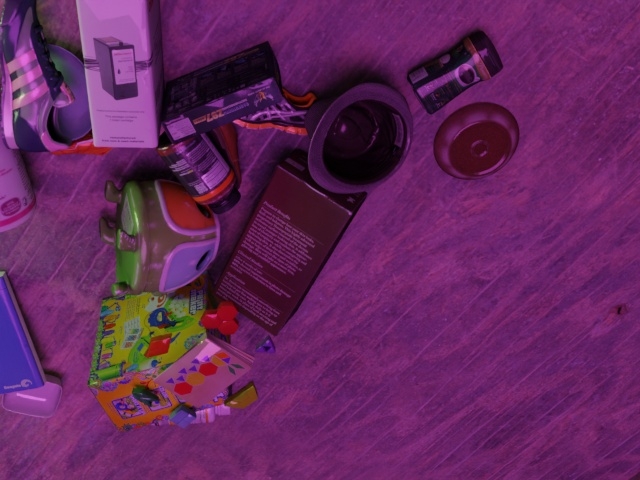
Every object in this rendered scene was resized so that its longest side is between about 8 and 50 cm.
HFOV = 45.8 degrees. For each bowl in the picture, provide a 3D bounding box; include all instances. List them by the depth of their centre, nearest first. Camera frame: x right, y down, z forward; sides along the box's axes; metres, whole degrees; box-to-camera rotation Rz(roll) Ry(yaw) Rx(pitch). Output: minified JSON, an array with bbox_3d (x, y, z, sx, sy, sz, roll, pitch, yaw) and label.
[{"bbox_3d":[-0.756,0.395,1.992,0.142,0.053,0.142,16,122,-19],"label":"bowl"}]

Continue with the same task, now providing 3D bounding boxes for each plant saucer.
[{"bbox_3d":[-0.517,-0.294,1.500,0.195,0.037,0.195,7,116,15],"label":"plant saucer"},{"bbox_3d":[0.355,-0.213,1.703,0.199,0.036,0.198,-4,127,-5],"label":"plant saucer"}]

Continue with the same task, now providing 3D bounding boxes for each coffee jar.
[{"bbox_3d":[0.279,-0.348,1.566,0.184,0.079,0.096,-30,122,15],"label":"coffee jar"}]

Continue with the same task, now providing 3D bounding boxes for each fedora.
[{"bbox_3d":[0.061,-0.225,1.572,0.275,0.124,0.243,5,116,-40],"label":"fedora"}]

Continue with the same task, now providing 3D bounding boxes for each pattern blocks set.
[{"bbox_3d":[-0.247,0.278,1.628,0.325,0.026,0.285,-32,124,13],"label":"pattern blocks set"}]

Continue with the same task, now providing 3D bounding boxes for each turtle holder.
[{"bbox_3d":[-0.349,0.019,1.655,0.227,0.243,0.320,-4,115,-25],"label":"turtle holder"}]

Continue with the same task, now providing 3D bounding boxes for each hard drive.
[{"bbox_3d":[-0.820,0.237,1.840,0.210,0.040,0.318,-10,117,-1],"label":"hard drive"}]

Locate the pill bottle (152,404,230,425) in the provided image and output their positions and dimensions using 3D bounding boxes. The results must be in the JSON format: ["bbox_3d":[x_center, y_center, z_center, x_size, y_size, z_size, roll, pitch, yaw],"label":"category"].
[{"bbox_3d":[-0.350,0.432,2.032,0.215,0.117,0.117,-2,126,-7],"label":"pill bottle"}]

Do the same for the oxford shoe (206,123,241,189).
[{"bbox_3d":[-0.198,-0.192,1.627,0.076,0.076,0.212,21,146,23],"label":"oxford shoe"}]

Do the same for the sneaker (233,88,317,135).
[{"bbox_3d":[-0.105,-0.278,1.570,0.215,0.084,0.083,3,127,-23],"label":"sneaker"}]

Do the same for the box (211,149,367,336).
[{"bbox_3d":[-0.075,0.009,1.708,0.191,0.143,0.381,34,121,4],"label":"box"}]

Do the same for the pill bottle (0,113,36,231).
[{"bbox_3d":[-0.687,-0.167,1.520,0.160,0.160,0.283,-7,126,-3],"label":"pill bottle"}]

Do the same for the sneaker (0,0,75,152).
[{"bbox_3d":[-0.525,-0.316,1.425,0.131,0.112,0.319,8,121,-5],"label":"sneaker"}]

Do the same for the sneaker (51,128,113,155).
[{"bbox_3d":[-0.483,-0.200,1.586,0.175,0.064,0.067,-10,137,3],"label":"sneaker"}]

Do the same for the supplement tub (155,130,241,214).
[{"bbox_3d":[-0.245,-0.147,1.558,0.106,0.106,0.198,-26,123,12],"label":"supplement tub"}]

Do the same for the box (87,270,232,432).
[{"bbox_3d":[-0.368,0.256,1.793,0.279,0.290,0.177,-16,126,4],"label":"box"}]

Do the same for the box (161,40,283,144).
[{"bbox_3d":[-0.192,-0.291,1.480,0.233,0.183,0.059,-20,127,7],"label":"box"}]

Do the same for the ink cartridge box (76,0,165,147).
[{"bbox_3d":[-0.360,-0.347,1.402,0.121,0.211,0.289,0,125,-6],"label":"ink cartridge box"}]
